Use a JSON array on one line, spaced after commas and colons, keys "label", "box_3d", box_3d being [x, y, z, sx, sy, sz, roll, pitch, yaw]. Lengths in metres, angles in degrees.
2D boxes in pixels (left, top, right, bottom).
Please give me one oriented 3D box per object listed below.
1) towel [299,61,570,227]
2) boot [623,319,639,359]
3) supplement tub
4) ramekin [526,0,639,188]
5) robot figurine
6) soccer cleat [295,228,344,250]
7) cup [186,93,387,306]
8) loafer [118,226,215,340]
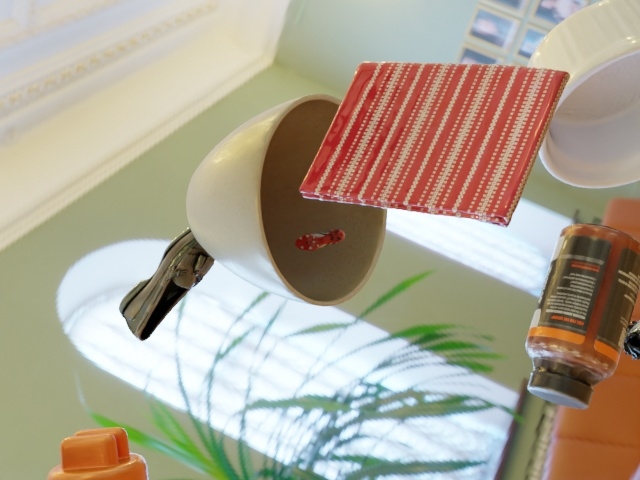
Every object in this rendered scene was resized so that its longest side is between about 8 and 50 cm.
[{"label": "towel", "box_3d": [0.120, -0.115, 1.083, 0.031, 0.274, 0.199, 47, -119, -47]}, {"label": "boot", "box_3d": [0.424, 0.095, 1.171, 0.099, 0.045, 0.121, -30, -3, -44]}, {"label": "supplement tub", "box_3d": [0.297, 0.087, 1.104, 0.106, 0.106, 0.198, 80, -150, -73]}, {"label": "ramekin", "box_3d": [0.431, -0.217, 1.409, 0.277, 0.277, 0.135, 104, 160, -48]}, {"label": "robot figurine", "box_3d": [-0.275, 0.351, 1.231, 0.158, 0.128, 0.220, -8, 88, 59]}, {"label": "soccer cleat", "box_3d": [0.000, 0.000, 1.606, 0.035, 0.083, 0.029, 49, -153, -81]}, {"label": "cup", "box_3d": [-0.078, -0.059, 1.586, 0.331, 0.236, 0.331, 4, -95, -52]}, {"label": "loafer", "box_3d": [-0.258, 0.077, 1.760, 0.267, 0.084, 0.096, -45, -38, 21]}]
